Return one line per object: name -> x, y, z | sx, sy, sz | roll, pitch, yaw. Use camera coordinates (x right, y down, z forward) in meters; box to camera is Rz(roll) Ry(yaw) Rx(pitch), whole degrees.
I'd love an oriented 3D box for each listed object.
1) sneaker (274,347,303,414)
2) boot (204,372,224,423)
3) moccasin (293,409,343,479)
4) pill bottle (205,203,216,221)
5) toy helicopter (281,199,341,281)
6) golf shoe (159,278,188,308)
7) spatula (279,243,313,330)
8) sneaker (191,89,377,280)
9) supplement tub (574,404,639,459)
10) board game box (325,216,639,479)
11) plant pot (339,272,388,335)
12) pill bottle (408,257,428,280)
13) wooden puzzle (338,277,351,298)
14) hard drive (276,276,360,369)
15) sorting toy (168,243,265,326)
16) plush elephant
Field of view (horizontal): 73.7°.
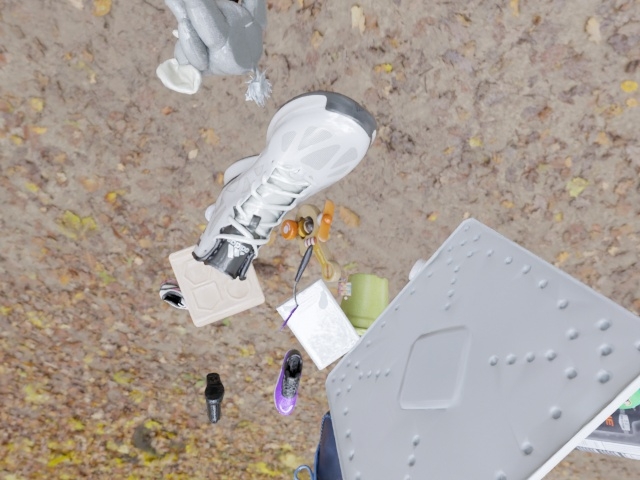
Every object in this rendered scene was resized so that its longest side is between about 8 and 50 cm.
sneaker -> -0.140, 0.631, 1.906 | 0.102, 0.293, 0.146 | 10, 167, -9
boot -> -0.247, 0.376, 0.991 | 0.045, 0.121, 0.099 | -2, 103, -17
moccasin -> 0.026, 0.488, 0.775 | 0.117, 0.341, 0.138 | -1, 174, -26
pill bottle -> -0.330, -0.058, 1.518 | 0.184, 0.103, 0.103 | 37, 138, 33
toy helicopter -> 0.000, 0.000, 1.663 | 0.140, 0.355, 0.235 | 5, 137, -41
golf shoe -> -0.407, 0.189, 1.312 | 0.186, 0.086, 0.067 | 26, 108, -26
spatula -> -0.072, 0.149, 1.314 | 0.030, 0.084, 0.296 | 19, 103, 11
sneaker -> -0.079, -0.055, 0.753 | 0.169, 0.257, 0.447 | 28, 152, -25
supplement tub -> 0.403, 0.225, 0.550 | 0.106, 0.106, 0.198 | 40, 146, -24
board game box -> 0.166, 0.180, 0.571 | 0.050, 0.390, 0.390 | 36, 101, -17
plant pot -> 0.197, 0.284, 1.890 | 0.276, 0.253, 0.276 | 9, 165, 3
pill bottle -> 0.395, 0.142, 1.361 | 0.215, 0.117, 0.117 | 31, 133, 26
wooden puzzle -> 0.093, 0.183, 1.629 | 0.049, 0.006, 0.083 | 1, 89, 13
hard drive -> -0.003, 0.322, 1.649 | 0.203, 0.040, 0.307 | -34, 103, -4
sorting toy -> -0.268, 0.100, 1.120 | 0.193, 0.038, 0.208 | -20, 98, -8
plush elephant -> -0.263, -0.486, 1.013 | 0.255, 0.272, 0.330 | 16, 140, 31
